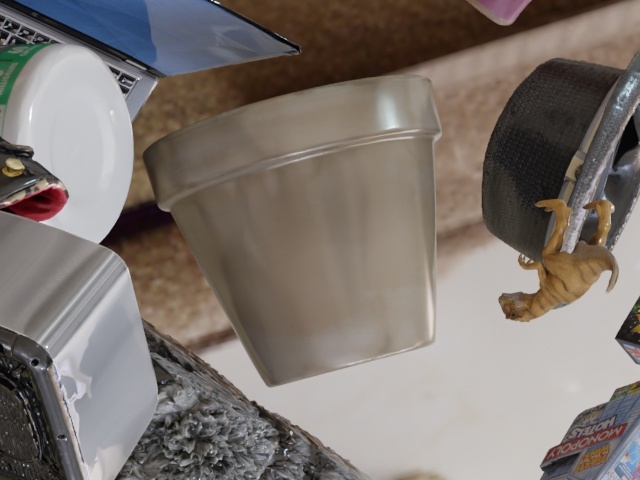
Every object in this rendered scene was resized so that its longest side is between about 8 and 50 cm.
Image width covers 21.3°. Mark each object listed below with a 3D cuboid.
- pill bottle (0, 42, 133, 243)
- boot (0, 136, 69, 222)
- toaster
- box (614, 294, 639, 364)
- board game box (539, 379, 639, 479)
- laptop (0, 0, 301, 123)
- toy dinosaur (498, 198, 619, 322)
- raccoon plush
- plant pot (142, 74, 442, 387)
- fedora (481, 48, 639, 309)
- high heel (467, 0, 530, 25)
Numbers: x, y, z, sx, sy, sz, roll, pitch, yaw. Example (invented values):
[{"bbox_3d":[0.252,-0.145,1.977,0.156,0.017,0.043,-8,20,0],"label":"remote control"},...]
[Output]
[{"bbox_3d":[-0.386,-0.090,1.683,0.204,0.361,0.204,1,90,-66],"label":"pill bottle"},{"bbox_3d":[-0.301,-0.126,1.401,0.284,0.377,0.138,49,-21,20],"label":"boot"},{"bbox_3d":[-0.213,0.071,1.127,0.110,0.168,0.186,-55,149,-38],"label":"toaster"},{"bbox_3d":[0.377,0.052,1.395,0.044,0.233,0.159,46,70,-37],"label":"box"},{"bbox_3d":[0.323,0.249,1.945,0.060,0.194,0.194,51,46,-12],"label":"board game box"},{"bbox_3d":[-0.312,-0.159,1.831,0.382,0.408,0.236,24,17,-38],"label":"laptop"},{"bbox_3d":[0.215,0.018,1.395,0.211,0.064,0.112,138,-41,-67],"label":"toy dinosaur"},{"bbox_3d":[-0.171,0.282,1.738,0.446,0.299,0.216,36,2,-11],"label":"raccoon plush"},{"bbox_3d":[0.000,0.000,1.827,0.323,0.323,0.280,0,74,-77],"label":"plant pot"},{"bbox_3d":[0.287,-0.093,2.006,0.334,0.152,0.334,-50,155,-34],"label":"fedora"},{"bbox_3d":[0.103,-0.384,1.613,0.377,0.181,0.127,37,37,-9],"label":"high heel"}]
